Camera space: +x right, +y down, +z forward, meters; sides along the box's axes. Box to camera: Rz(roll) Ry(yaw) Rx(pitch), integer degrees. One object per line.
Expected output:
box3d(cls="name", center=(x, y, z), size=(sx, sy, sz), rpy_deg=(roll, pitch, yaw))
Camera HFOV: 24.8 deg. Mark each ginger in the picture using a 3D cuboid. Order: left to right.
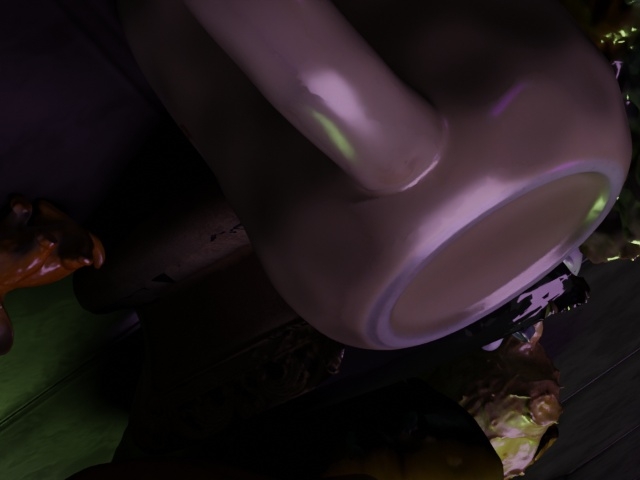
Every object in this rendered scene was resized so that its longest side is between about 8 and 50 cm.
box3d(cls="ginger", center=(0.149, 0.143, 1.322), size=(0.102, 0.157, 0.216), rpy_deg=(8, 130, -32))

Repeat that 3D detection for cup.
box3d(cls="cup", center=(0.023, -0.087, 0.613), size=(0.173, 0.202, 0.255), rpy_deg=(-29, 157, -12))

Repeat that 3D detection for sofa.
box3d(cls="sofa", center=(0.000, 0.000, 0.873), size=(0.258, 0.182, 0.200), rpy_deg=(-11, 166, -44))

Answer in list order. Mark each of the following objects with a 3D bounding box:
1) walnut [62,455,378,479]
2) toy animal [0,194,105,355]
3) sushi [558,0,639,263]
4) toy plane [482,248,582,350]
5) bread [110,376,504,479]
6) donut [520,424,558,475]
box3d(cls="walnut", center=(-0.093, 0.305, 0.797), size=(0.384, 0.383, 0.383), rpy_deg=(-29, 157, -13))
box3d(cls="toy animal", center=(-0.163, 0.020, 0.772), size=(0.083, 0.060, 0.081), rpy_deg=(-49, 154, 14))
box3d(cls="sushi", center=(0.181, -0.123, 0.733), size=(0.171, 0.236, 0.270), rpy_deg=(-30, 155, -33))
box3d(cls="toy plane", center=(0.174, 0.015, 1.196), size=(0.174, 0.080, 0.174), rpy_deg=(-46, 159, -23))
box3d(cls="bread", center=(-0.023, 0.210, 1.132), size=(0.376, 0.208, 0.251), rpy_deg=(5, 113, -60))
box3d(cls="donut", center=(0.144, 0.251, 1.588), size=(0.253, 0.118, 0.253), rpy_deg=(-27, 154, -14))
